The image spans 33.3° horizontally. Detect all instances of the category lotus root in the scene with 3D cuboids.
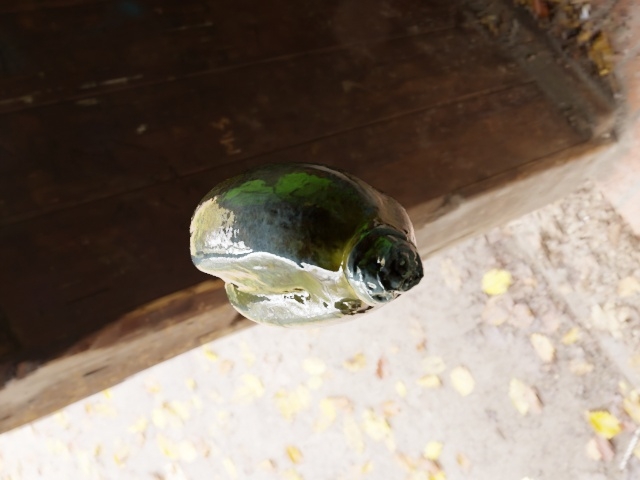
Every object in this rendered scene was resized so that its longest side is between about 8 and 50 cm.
[{"bbox_3d":[0.000,0.000,0.956,0.158,0.140,0.322,53,153,-21],"label":"lotus root"}]
